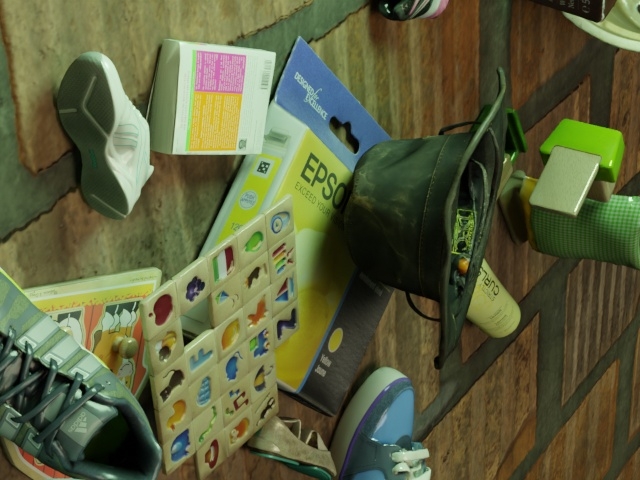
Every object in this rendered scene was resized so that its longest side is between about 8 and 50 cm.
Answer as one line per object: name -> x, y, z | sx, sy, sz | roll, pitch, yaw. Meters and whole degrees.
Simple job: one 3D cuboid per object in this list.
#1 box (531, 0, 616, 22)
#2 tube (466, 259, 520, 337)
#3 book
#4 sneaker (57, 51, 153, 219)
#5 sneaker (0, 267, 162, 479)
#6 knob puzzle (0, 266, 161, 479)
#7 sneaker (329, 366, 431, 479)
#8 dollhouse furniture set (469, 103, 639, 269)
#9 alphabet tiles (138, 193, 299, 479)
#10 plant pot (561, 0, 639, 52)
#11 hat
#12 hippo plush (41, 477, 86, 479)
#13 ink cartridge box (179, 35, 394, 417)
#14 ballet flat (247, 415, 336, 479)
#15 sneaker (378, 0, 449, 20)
box -> 0.240, -0.364, 1.404 | 0.167, 0.203, 0.168 | -56, 155, -24
tube -> 0.194, 0.063, 1.731 | 0.240, 0.062, 0.070 | 43, 55, -56
book -> -0.093, -0.125, 1.184 | 0.144, 0.035, 0.096 | -4, 107, -58
sneaker -> -0.168, -0.091, 1.067 | 0.152, 0.054, 0.061 | 87, 27, -43
sneaker -> -0.214, 0.100, 0.992 | 0.111, 0.121, 0.300 | -56, 140, -8
knob puzzle -> -0.202, 0.127, 1.145 | 0.213, 0.030, 0.213 | -35, 135, -46
sneaker -> 0.118, 0.335, 1.576 | 0.130, 0.236, 0.322 | 17, 92, -60
dollhouse furniture set -> 0.296, -0.012, 1.717 | 0.151, 0.198, 0.301 | -60, 148, -21
alphabet tiles -> -0.083, 0.100, 1.224 | 0.198, 0.009, 0.237 | -38, 139, -40
plant pot -> 0.454, -0.377, 1.700 | 0.305, 0.334, 0.333 | 6, 101, -71
hat -> 0.098, -0.033, 1.322 | 0.331, 0.134, 0.331 | 14, 90, -79
hippo plush -> -0.247, 0.247, 0.929 | 0.237, 0.234, 0.294 | 11, 57, -49
ink cartridge box -> 0.000, 0.000, 1.370 | 0.307, 0.072, 0.303 | -64, 148, -8
ballet flat -> -0.023, 0.224, 1.470 | 0.168, 0.057, 0.052 | 38, 63, -59
sneaker -> 0.091, -0.301, 1.354 | 0.077, 0.072, 0.178 | -26, 122, -37
